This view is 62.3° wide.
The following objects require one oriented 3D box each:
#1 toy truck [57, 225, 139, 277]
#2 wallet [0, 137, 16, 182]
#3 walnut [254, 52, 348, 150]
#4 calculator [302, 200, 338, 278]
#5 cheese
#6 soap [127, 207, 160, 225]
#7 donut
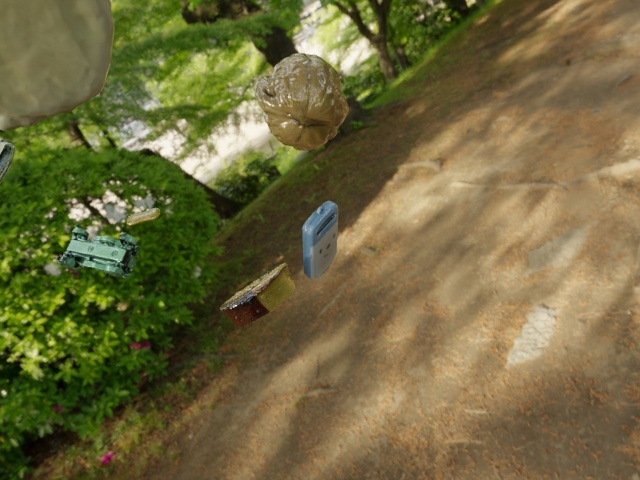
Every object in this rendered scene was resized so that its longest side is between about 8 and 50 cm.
[{"bbox_3d":[-0.413,0.029,1.005,0.154,0.078,0.080,7,65,19],"label":"toy truck"},{"bbox_3d":[-0.752,-0.182,1.228,0.155,0.039,0.110,22,83,48],"label":"wallet"},{"bbox_3d":[-0.048,-0.354,1.336,0.257,0.224,0.257,12,36,-9],"label":"walnut"},{"bbox_3d":[0.000,0.000,1.261,0.039,0.210,0.121,23,48,21],"label":"calculator"},{"bbox_3d":[-0.450,-0.315,0.739,0.326,0.318,0.115,-59,40,20],"label":"cheese"},{"bbox_3d":[-0.427,-0.057,1.276,0.089,0.012,0.034,-15,54,10],"label":"soap"},{"bbox_3d":[-0.137,0.127,1.207,0.184,0.073,0.166,-34,8,-7],"label":"donut"}]
